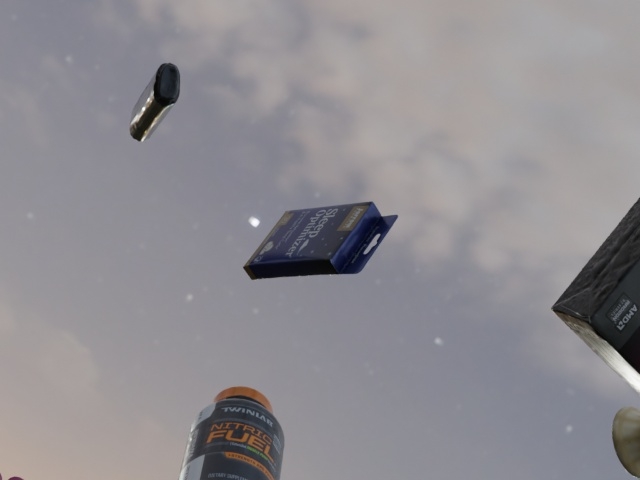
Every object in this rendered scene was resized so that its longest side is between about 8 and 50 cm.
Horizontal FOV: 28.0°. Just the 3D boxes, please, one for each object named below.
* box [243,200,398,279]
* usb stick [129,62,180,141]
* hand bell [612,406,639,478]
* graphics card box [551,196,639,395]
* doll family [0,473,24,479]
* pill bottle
[{"bbox_3d":[0.000,0.000,1.952,0.225,0.136,0.036,-4,-51,42],"label":"box"},{"bbox_3d":[-0.280,-0.230,2.156,0.045,0.077,0.278,12,-12,-15],"label":"usb stick"},{"bbox_3d":[0.617,0.309,2.121,0.126,0.126,0.242,43,-41,-19],"label":"hand bell"},{"bbox_3d":[0.469,0.111,1.479,0.371,0.233,0.094,43,-7,-19],"label":"graphics card box"},{"bbox_3d":[-0.289,0.326,1.302,0.263,0.118,0.163,26,-31,-21],"label":"doll family"},{"bbox_3d":[-0.116,0.293,1.667,0.130,0.130,0.245,43,23,-19],"label":"pill bottle"}]
